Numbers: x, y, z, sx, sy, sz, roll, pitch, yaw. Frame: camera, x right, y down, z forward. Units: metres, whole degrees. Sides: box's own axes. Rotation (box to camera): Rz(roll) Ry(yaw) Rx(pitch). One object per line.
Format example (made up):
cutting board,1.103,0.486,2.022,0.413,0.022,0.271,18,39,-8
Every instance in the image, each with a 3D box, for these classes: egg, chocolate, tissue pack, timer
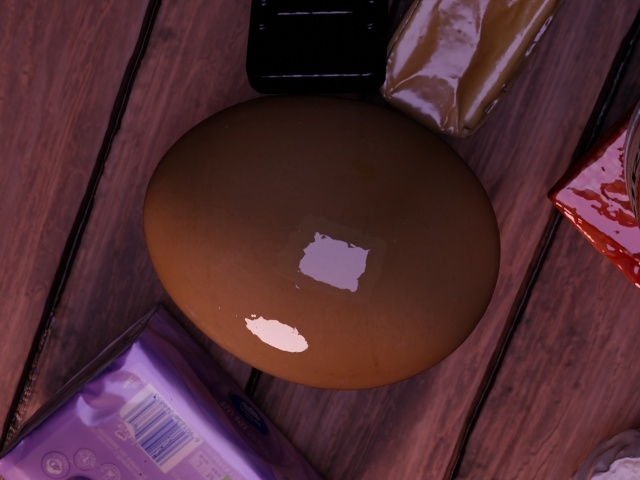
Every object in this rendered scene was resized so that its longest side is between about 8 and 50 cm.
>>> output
egg,0.000,0.000,1.861,0.373,0.301,0.301,14,106,13
chocolate,0.400,-0.056,1.910,0.235,0.108,0.237,43,103,-6
tissue pack,-0.160,0.277,2.022,0.242,0.160,0.338,-39,99,15
timer,0.000,-0.229,1.874,0.144,0.187,0.055,-1,144,6

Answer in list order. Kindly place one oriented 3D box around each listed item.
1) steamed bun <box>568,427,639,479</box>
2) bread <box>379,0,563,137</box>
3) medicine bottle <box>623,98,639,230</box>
steamed bun,0.360,0.291,2.006,0.182,0.106,0.183,1,99,7
bread,0.164,-0.232,1.883,0.136,0.107,0.241,31,105,-1
medicine bottle,0.425,-0.057,1.729,0.252,0.241,0.253,1,105,4
